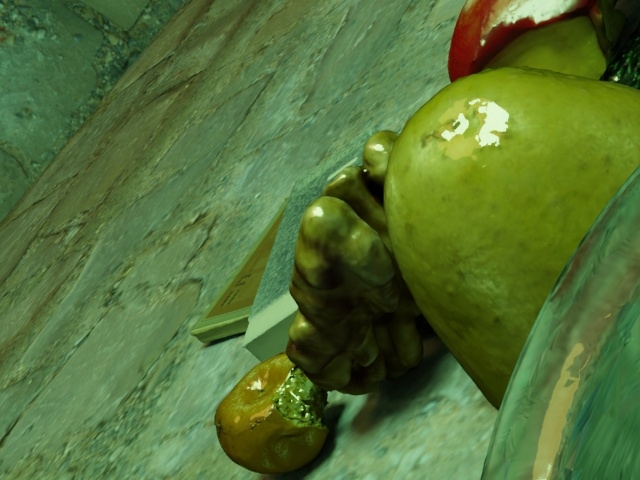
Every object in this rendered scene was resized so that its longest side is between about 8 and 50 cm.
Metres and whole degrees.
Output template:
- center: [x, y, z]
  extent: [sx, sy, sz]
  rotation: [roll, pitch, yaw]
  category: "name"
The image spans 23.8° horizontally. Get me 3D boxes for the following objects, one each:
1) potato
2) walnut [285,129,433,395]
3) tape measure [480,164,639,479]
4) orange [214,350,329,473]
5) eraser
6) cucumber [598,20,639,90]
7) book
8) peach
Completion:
- center: [0.113, -0.021, 0.797]
  extent: [0.203, 0.158, 0.178]
  rotation: [-10, 40, 57]
  category: "potato"
- center: [0.038, 0.022, 0.910]
  extent: [0.069, 0.170, 0.143]
  rotation: [25, 61, 27]
  category: "walnut"
- center: [0.153, 0.080, 0.417]
  extent: [0.275, 0.147, 0.256]
  rotation: [-65, 19, -3]
  category: "tape measure"
- center: [-0.026, 0.113, 0.968]
  extent: [0.086, 0.062, 0.086]
  rotation: [-26, 26, 14]
  category: "orange"
- center: [0.006, 0.006, 1.112]
  extent: [0.092, 0.046, 0.212]
  rotation: [-35, 22, 30]
  category: "eraser"
- center: [0.220, -0.119, 0.941]
  extent: [0.058, 0.052, 0.215]
  rotation: [17, 59, 38]
  category: "cucumber"
- center: [0.001, 0.001, 1.242]
  extent: [0.241, 0.018, 0.170]
  rotation: [-20, 30, 54]
  category: "book"
- center: [0.154, -0.145, 1.078]
  extent: [0.118, 0.151, 0.151]
  rotation: [9, 39, 13]
  category: "peach"
